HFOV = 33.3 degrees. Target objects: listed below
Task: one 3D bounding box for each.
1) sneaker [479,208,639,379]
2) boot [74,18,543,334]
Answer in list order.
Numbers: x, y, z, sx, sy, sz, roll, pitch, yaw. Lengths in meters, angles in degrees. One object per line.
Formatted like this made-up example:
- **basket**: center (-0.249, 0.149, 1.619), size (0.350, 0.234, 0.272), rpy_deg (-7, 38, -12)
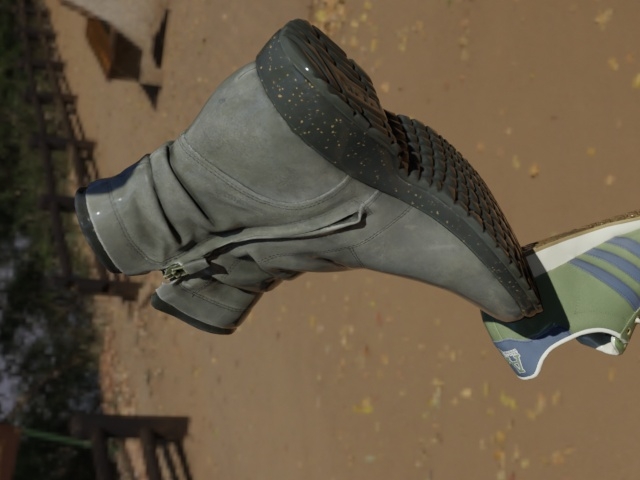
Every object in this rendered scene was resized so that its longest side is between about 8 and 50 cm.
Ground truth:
- **sneaker**: center (0.188, 0.032, 0.710), size (0.064, 0.192, 0.086), rpy_deg (-15, 91, 67)
- **boot**: center (0.000, 0.000, 0.586), size (0.161, 0.246, 0.083), rpy_deg (-37, 39, 21)
